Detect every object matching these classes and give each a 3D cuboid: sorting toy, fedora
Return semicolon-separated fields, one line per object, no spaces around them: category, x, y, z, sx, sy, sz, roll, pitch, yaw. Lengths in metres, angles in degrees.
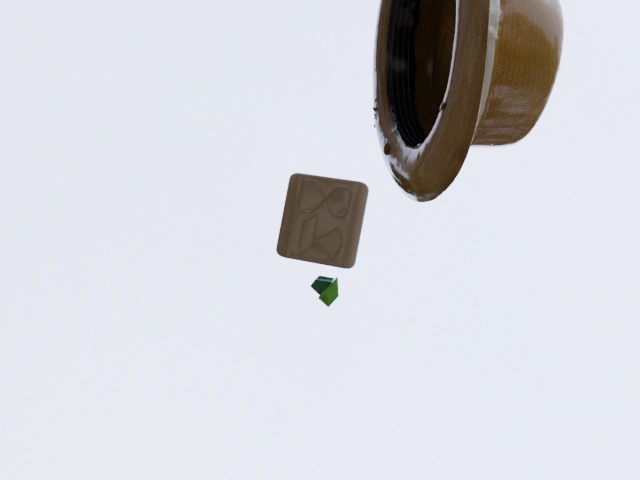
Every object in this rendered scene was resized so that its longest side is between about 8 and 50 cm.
sorting toy;0.000;0.000;1.156;0.062;0.012;0.083;10;-91;36
fedora;0.091;-0.117;1.055;0.194;0.079;0.194;-175;-90;-72
